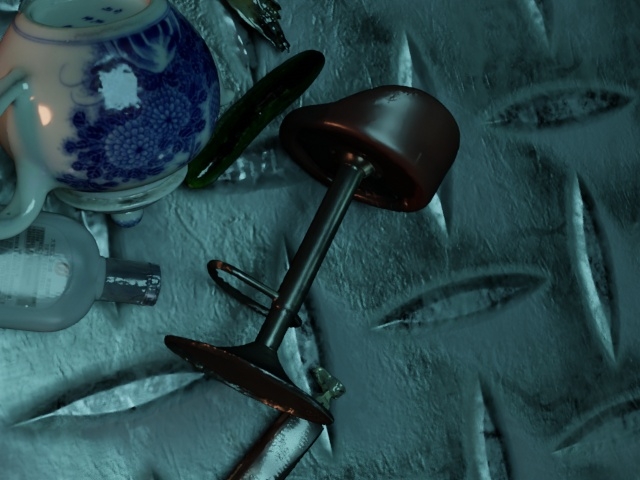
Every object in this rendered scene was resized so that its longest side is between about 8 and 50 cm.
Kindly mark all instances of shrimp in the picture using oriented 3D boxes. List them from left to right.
[{"bbox_3d":[-0.077,-0.391,1.260,0.198,0.051,0.262,-42,100,-23],"label":"shrimp"}]

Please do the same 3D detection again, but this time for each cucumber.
[{"bbox_3d":[-0.084,-0.167,1.234,0.056,0.056,0.284,48,63,-14],"label":"cucumber"}]

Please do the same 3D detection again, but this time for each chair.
[{"bbox_3d":[0.000,0.000,1.164,0.226,0.226,0.401,33,73,-19],"label":"chair"}]

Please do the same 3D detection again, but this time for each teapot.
[{"bbox_3d":[-0.238,-0.134,1.069,0.424,0.252,0.280,-40,139,-42],"label":"teapot"}]

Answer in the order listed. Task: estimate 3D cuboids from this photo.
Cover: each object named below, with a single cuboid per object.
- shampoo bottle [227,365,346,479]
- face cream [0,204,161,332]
[{"bbox_3d":[-0.044,0.255,1.213,0.063,0.057,0.208,45,67,-8],"label":"shampoo bottle"},{"bbox_3d":[-0.330,0.032,1.088,0.291,0.071,0.144,7,81,-24],"label":"face cream"}]
